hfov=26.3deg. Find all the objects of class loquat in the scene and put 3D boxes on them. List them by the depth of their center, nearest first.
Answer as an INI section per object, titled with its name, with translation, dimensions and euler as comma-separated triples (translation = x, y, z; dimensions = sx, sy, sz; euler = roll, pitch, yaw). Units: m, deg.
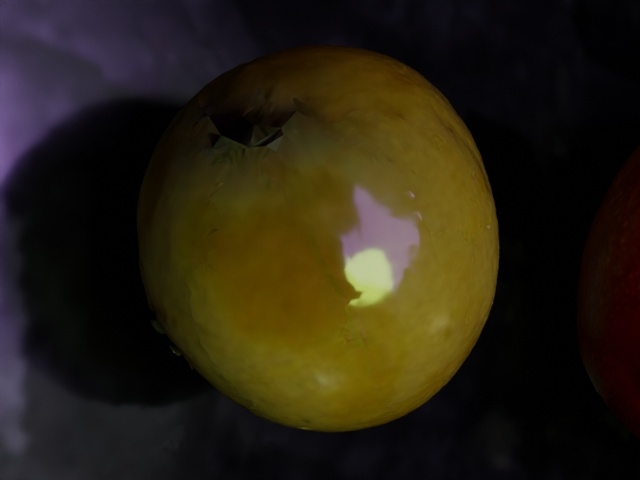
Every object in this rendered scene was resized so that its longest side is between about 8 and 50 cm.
[loquat]
translation = 0.000, 0.000, 0.942
dimensions = 0.263, 0.263, 0.263
euler = 2, 86, -35

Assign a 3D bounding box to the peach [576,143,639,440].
[peach]
translation = 0.394, 0.041, 1.164
dimensions = 0.388, 0.388, 0.388
euler = 2, 86, -35
